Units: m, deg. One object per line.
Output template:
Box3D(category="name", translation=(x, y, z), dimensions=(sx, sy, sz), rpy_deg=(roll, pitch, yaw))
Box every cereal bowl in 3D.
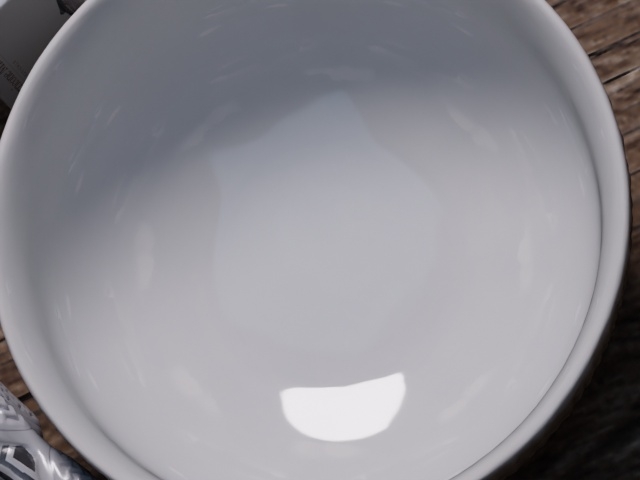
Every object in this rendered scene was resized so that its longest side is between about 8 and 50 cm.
Box3D(category="cereal bowl", translation=(0.000, 0.000, 0.987), dimensions=(0.339, 0.141, 0.339), rpy_deg=(-3, 75, 10))

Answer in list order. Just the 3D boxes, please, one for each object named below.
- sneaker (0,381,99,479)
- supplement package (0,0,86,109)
Box3D(category="sneaker", translation=(-0.207, 0.188, 0.972), dimensions=(0.366, 0.137, 0.210), rpy_deg=(40, 82, 14))
Box3D(category="supplement package", translation=(-0.166, -0.186, 1.088), dimensions=(0.179, 0.105, 0.105), rpy_deg=(-44, 72, -4))
